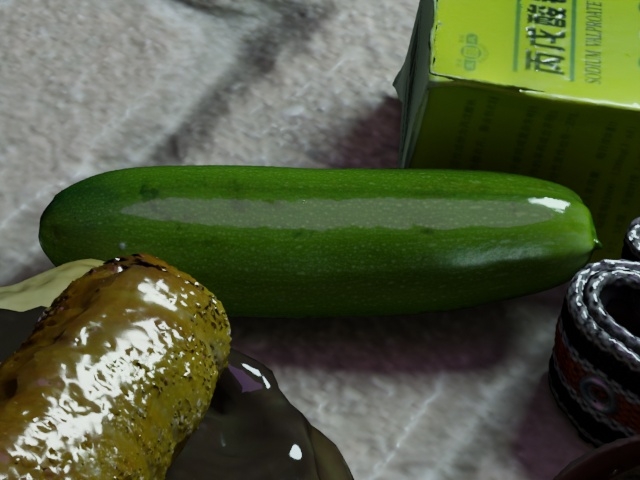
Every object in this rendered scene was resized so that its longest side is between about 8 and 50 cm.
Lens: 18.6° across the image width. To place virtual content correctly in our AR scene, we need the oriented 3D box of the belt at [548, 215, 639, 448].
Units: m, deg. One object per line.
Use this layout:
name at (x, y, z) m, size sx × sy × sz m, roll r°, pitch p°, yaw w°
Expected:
belt at (0.250, 0.130, 0.951) m, size 0.126 × 0.094 × 0.359 m, roll -24°, pitch 53°, yaw -24°

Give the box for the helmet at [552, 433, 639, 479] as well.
helmet at (0.173, 0.175, 0.879) m, size 0.175 × 0.106 × 0.155 m, roll 29°, pitch 85°, yaw 21°

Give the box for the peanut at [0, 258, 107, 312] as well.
peanut at (-0.176, 0.054, 0.950) m, size 0.229 × 0.098 × 0.103 m, roll 5°, pitch 77°, yaw -9°

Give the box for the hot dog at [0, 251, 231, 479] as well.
hot dog at (-0.114, 0.100, 0.680) m, size 0.083 × 0.068 × 0.289 m, roll 24°, pitch 43°, yaw 9°

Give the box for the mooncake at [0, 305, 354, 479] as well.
mooncake at (-0.124, 0.178, 0.777) m, size 0.324 × 0.187 × 0.324 m, roll 5°, pitch 44°, yaw -4°

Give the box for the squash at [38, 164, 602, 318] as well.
squash at (-0.001, 0.001, 1.035) m, size 0.292 × 0.082 × 0.082 m, roll 0°, pitch 46°, yaw -4°

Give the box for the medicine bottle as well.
medicine bottle at (0.168, -0.073, 1.103) m, size 0.250 × 0.141 × 0.137 m, roll 9°, pitch 49°, yaw -1°
